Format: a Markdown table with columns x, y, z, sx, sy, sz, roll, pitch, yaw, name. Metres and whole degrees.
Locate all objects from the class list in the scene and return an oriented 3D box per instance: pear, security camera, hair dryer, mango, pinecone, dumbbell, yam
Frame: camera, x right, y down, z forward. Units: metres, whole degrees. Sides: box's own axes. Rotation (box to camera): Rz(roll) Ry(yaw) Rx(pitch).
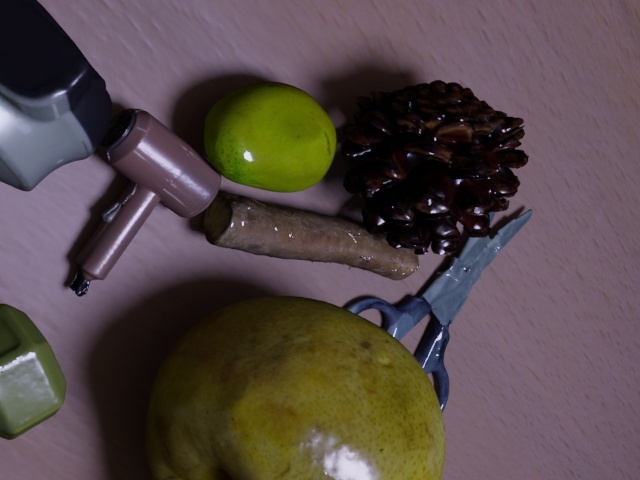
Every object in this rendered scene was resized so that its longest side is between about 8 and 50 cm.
| x | y | z | sx | sy | sz | roll | pitch | yaw | name |
| --- | --- | --- | --- | --- | --- | --- | --- | --- | --- |
| -0.015 | 0.200 | 0.802 | 0.304 | 0.304 | 0.303 | -10 | 106 | -37 | pear |
| -0.308 | -0.061 | 0.570 | 0.197 | 0.191 | 0.277 | 41 | 73 | -5 | security camera |
| -0.189 | -0.027 | 0.760 | 0.117 | 0.064 | 0.181 | 39 | 81 | -37 | hair dryer |
| -0.050 | -0.111 | 0.816 | 0.163 | 0.089 | 0.117 | 8 | 72 | -51 | mango |
| 0.128 | -0.081 | 0.902 | 0.221 | 0.221 | 0.221 | -10 | 106 | -37 | pinecone |
| -0.359 | 0.164 | 0.634 | 0.302 | 0.121 | 0.108 | -31 | 147 | -30 | dumbbell |
| 0.000 | 0.000 | 0.907 | 0.300 | 0.066 | 0.066 | 12 | 92 | -39 | yam |

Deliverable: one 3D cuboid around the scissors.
| x | y | z | sx | sy | sz | roll | pitch | yaw | name |
| --- | --- | --- | --- | --- | --- | --- | --- | --- | --- |
| 0.180 | 0.062 | 1.086 | 0.383 | 0.029 | 0.256 | -53 | 126 | -14 | scissors |
